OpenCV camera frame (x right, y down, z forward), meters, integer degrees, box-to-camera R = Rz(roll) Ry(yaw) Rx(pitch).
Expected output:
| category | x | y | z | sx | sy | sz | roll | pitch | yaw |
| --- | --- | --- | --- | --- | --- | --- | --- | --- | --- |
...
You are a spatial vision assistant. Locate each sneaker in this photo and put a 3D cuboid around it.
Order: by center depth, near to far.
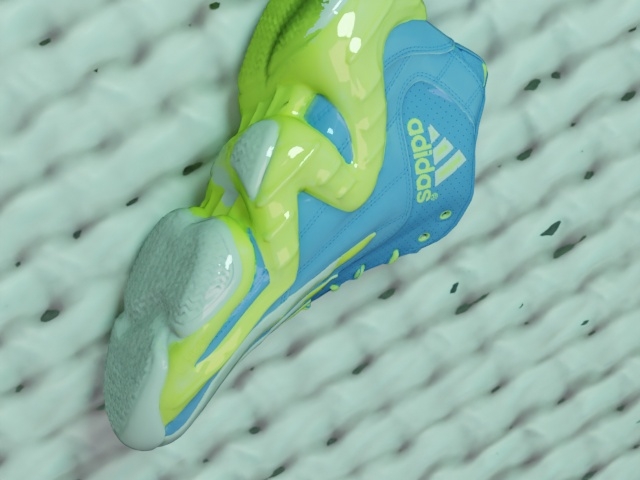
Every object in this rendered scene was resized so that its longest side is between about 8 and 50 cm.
| category | x | y | z | sx | sy | sz | roll | pitch | yaw |
| --- | --- | --- | --- | --- | --- | --- | --- | --- | --- |
| sneaker | 0.000 | 0.000 | 0.594 | 0.126 | 0.091 | 0.240 | 23 | 102 | -27 |
